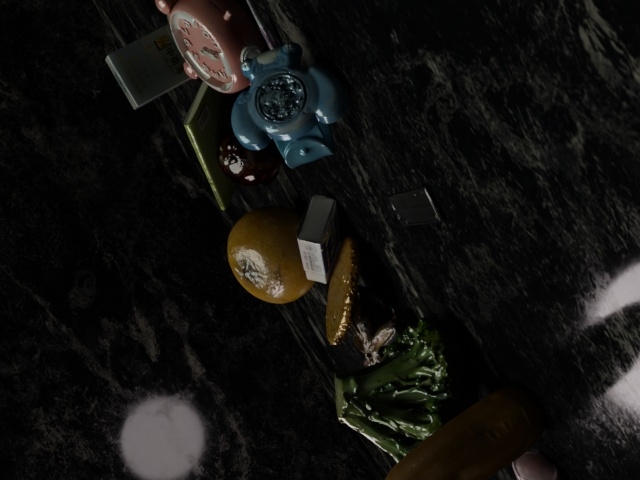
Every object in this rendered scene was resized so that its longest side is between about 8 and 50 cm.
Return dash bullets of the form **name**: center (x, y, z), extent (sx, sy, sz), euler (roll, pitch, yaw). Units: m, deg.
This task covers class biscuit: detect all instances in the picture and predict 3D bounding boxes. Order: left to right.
- **biscuit**: center (0.054, 0.112, 1.974), extent (0.254, 0.035, 0.254), euler (-171, 90, -81)

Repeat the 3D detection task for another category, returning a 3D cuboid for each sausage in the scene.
- **sausage**: center (0.223, 0.382, 1.489), extent (0.116, 0.354, 0.134), euler (55, 166, 20)

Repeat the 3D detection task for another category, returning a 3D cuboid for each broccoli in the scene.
- **broccoli**: center (0.173, 0.305, 1.681), extent (0.304, 0.283, 0.321), euler (110, 159, -59)

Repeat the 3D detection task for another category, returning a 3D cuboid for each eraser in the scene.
- **eraser**: center (0.000, 0.000, 2.016), extent (0.068, 0.124, 0.210), euler (12, 153, 12)

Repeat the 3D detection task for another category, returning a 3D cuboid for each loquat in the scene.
- **loquat**: center (-0.117, 0.037, 2.283), extent (0.263, 0.263, 0.263), euler (55, 167, 18)

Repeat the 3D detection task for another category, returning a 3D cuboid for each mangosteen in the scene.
- **mangosteen**: center (-0.163, -0.209, 2.122), extent (0.184, 0.172, 0.172), euler (29, -164, -51)

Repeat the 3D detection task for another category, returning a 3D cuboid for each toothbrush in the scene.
- **toothbrush**: center (-0.089, -0.384, 1.673), extent (0.354, 0.029, 0.024), euler (63, 170, -26)

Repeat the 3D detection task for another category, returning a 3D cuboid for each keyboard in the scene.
- **keyboard**: center (0.162, -0.055, 1.493), extent (0.067, 0.011, 0.202), euler (61, 168, -5)

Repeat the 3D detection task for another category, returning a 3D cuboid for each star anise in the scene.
- **star anise**: center (0.158, 0.241, 1.995), extent (0.331, 0.117, 0.332), euler (157, 90, -79)

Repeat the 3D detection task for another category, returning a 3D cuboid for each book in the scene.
- **book**: center (-0.247, -0.269, 2.168), extent (0.035, 0.239, 0.352), euler (10, 149, 15)

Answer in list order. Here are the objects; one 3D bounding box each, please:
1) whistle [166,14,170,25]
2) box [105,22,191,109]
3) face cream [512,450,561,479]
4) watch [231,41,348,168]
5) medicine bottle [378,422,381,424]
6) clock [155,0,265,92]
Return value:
- **whistle**: center (-0.326, -0.552, 2.167), extent (0.198, 0.057, 0.104), euler (32, 137, 48)
- **box**: center (-0.418, -0.468, 2.269), extent (0.155, 0.243, 0.067), euler (60, 163, -12)
- **face cream**: center (0.439, 0.522, 1.643), extent (0.107, 0.073, 0.269), euler (29, 149, 58)
- **watch**: center (-0.046, -0.236, 1.563), extent (0.211, 0.211, 0.193), euler (55, -174, 16)
- **medicine bottle**: center (0.212, 0.445, 2.231), extent (0.139, 0.139, 0.237), euler (60, 168, -4)
- **clock**: center (-0.200, -0.422, 1.798), extent (0.241, 0.142, 0.227), euler (35, 156, 41)
